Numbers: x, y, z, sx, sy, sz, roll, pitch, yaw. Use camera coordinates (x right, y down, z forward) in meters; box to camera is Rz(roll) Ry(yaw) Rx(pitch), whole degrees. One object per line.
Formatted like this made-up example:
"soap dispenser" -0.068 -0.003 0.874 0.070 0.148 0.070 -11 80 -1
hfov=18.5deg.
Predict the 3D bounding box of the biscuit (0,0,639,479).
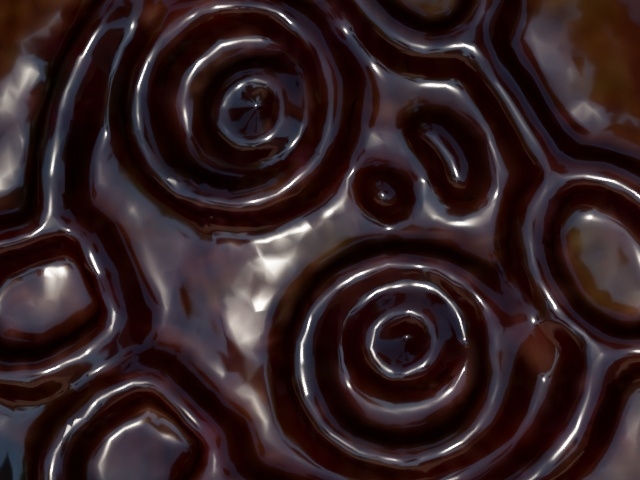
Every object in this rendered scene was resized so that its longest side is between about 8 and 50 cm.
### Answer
"biscuit" 0.000 0.000 0.795 0.407 0.091 0.407 0 93 7
